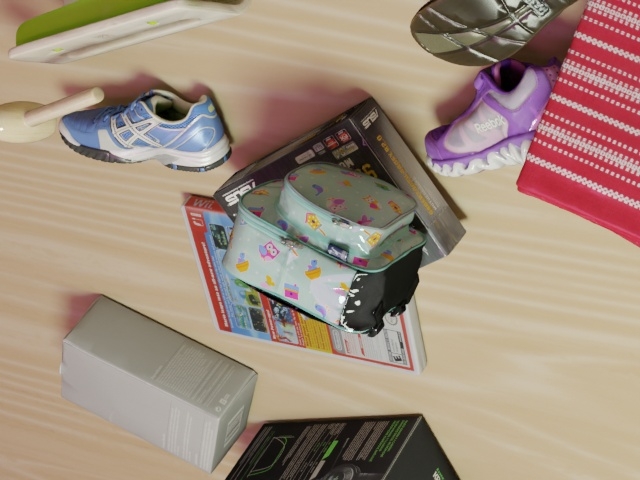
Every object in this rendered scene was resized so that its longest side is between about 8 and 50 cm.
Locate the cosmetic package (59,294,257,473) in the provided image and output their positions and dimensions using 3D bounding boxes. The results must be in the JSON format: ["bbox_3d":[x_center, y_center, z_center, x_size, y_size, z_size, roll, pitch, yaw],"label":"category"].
[{"bbox_3d":[-0.213,0.186,2.352,0.238,0.107,0.127,29,139,14],"label":"cosmetic package"}]

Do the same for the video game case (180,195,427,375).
[{"bbox_3d":[-0.019,0.053,2.144,0.285,0.025,0.204,10,133,27],"label":"video game case"}]

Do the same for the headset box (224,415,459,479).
[{"bbox_3d":[0.059,0.355,2.294,0.283,0.131,0.246,-7,124,38],"label":"headset box"}]

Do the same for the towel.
[{"bbox_3d":[0.309,-0.129,1.620,0.199,0.031,0.275,25,102,18],"label":"towel"}]

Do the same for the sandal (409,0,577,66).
[{"bbox_3d":[0.182,-0.237,1.707,0.090,0.060,0.219,43,125,-17],"label":"sandal"}]

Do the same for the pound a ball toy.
[{"bbox_3d":[-0.214,-0.227,1.906,0.319,0.135,0.208,-10,86,41],"label":"pound a ball toy"}]

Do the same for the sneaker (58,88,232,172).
[{"bbox_3d":[-0.201,-0.135,2.065,0.211,0.080,0.081,5,125,20],"label":"sneaker"}]

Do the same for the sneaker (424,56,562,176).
[{"bbox_3d":[0.178,-0.125,1.777,0.236,0.095,0.104,-7,107,59],"label":"sneaker"}]

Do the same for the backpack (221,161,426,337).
[{"bbox_3d":[0.000,0.000,1.870,0.188,0.166,0.144,16,113,20],"label":"backpack"}]

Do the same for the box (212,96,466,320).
[{"bbox_3d":[0.018,-0.030,1.987,0.231,0.056,0.183,-25,104,42],"label":"box"}]
